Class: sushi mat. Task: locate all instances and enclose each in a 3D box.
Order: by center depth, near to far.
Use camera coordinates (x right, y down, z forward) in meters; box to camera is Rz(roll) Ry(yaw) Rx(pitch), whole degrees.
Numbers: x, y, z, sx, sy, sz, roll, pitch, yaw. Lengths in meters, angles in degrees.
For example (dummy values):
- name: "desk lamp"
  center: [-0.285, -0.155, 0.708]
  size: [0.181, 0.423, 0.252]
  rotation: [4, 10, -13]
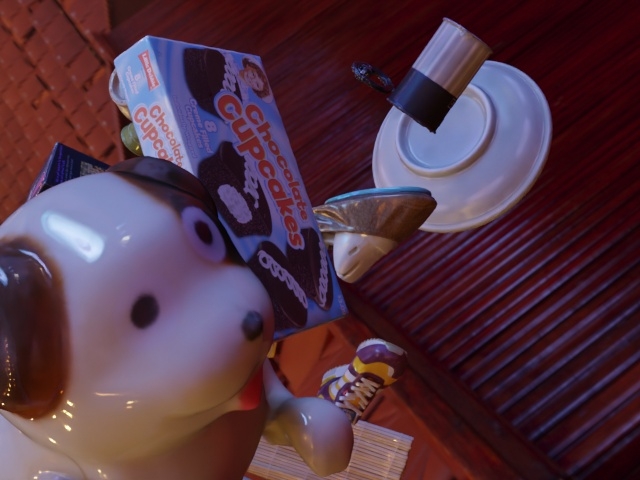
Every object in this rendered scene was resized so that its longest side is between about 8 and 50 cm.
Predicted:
- name: "sushi mat"
  center: [-0.007, 0.367, 1.353]
  size: [0.316, 0.151, 0.019]
  rotation: [17, -179, 3]

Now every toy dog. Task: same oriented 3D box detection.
- name: "toy dog"
  center: [-0.160, 0.131, 0.631]
  size: [0.395, 0.284, 0.408]
  rotation: [35, 131, 20]

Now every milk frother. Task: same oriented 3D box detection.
- name: "milk frother"
  center: [0.135, -0.244, 1.067]
  size: [0.143, 0.135, 0.129]
  rotation: [33, -169, -11]

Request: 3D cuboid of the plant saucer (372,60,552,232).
- name: "plant saucer"
  center: [0.271, -0.216, 1.610]
  size: [0.400, 0.400, 0.100]
  rotation: [49, -171, 37]

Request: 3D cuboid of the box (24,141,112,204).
- name: "box"
  center: [-0.492, -0.065, 1.697]
  size: [0.270, 0.165, 0.143]
  rotation: [25, -141, -25]

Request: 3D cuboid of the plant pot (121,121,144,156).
- name: "plant pot"
  center: [-0.320, -0.211, 1.457]
  size: [0.083, 0.079, 0.083]
  rotation: [26, -140, -24]

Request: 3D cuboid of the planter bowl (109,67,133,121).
- name: "planter bowl"
  center: [-0.385, -0.328, 1.674]
  size: [0.162, 0.162, 0.109]
  rotation: [51, -160, 24]

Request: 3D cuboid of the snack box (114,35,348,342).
- name: "snack box"
  center: [-0.087, -0.049, 0.824]
  size: [0.187, 0.060, 0.322]
  rotation: [-10, -101, -58]

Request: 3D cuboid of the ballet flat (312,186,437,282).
- name: "ballet flat"
  center: [0.000, 0.000, 1.112]
  size: [0.116, 0.342, 0.124]
  rotation: [40, -129, -60]

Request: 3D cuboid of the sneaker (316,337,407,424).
- name: "sneaker"
  center: [0.050, 0.194, 0.998]
  size: [0.069, 0.084, 0.185]
  rotation: [28, 142, -10]

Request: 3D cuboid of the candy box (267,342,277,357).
- name: "candy box"
  center: [-0.121, 0.136, 1.654]
  size: [0.105, 0.027, 0.206]
  rotation: [99, 162, -60]
